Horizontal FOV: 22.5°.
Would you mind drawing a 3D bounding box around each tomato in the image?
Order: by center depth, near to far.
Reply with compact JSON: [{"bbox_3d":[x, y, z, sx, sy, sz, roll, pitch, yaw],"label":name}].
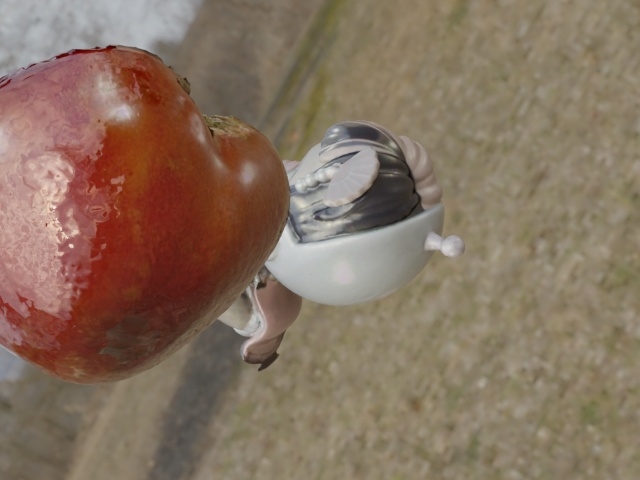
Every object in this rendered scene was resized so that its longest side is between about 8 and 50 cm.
[{"bbox_3d":[-0.120,0.007,0.951,0.200,0.233,0.140,-37,50,23],"label":"tomato"}]

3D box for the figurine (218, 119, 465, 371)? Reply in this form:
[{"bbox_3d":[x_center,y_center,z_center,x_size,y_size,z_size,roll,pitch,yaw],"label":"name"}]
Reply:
[{"bbox_3d":[0.003,-0.005,2.023,0.361,0.211,0.253,-34,12,36],"label":"figurine"}]
